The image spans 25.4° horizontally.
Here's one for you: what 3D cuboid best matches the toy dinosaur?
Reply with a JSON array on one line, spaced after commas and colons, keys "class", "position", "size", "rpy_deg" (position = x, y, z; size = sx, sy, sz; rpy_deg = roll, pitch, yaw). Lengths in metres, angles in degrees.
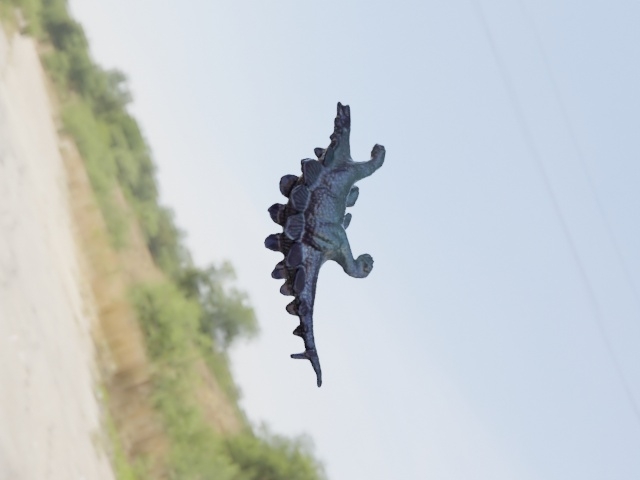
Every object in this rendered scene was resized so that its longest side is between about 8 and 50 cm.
[{"class": "toy dinosaur", "position": [-0.002, 0.000, 1.020], "size": [0.039, 0.082, 0.209], "rpy_deg": [-3, -101, 51]}]
